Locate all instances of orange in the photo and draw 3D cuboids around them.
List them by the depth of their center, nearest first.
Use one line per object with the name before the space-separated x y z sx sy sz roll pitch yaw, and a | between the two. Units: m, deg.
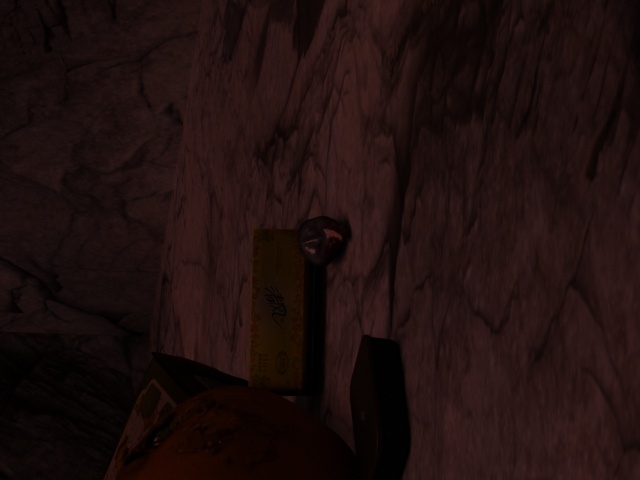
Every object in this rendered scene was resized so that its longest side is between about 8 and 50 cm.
orange | -0.073 0.259 1.766 0.246 0.246 0.246 -178 90 -81

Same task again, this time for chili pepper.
chili pepper | -0.001 0.001 2.017 0.050 0.041 0.153 51 172 -4

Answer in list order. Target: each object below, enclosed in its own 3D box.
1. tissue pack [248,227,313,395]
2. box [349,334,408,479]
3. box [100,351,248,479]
tissue pack | -0.041 0.079 2.122 0.095 0.062 0.176 56 -144 -79
box | 0.050 0.151 1.685 0.091 0.031 0.126 102 166 -47
box | -0.160 0.359 2.086 0.420 0.138 0.373 -66 20 3
